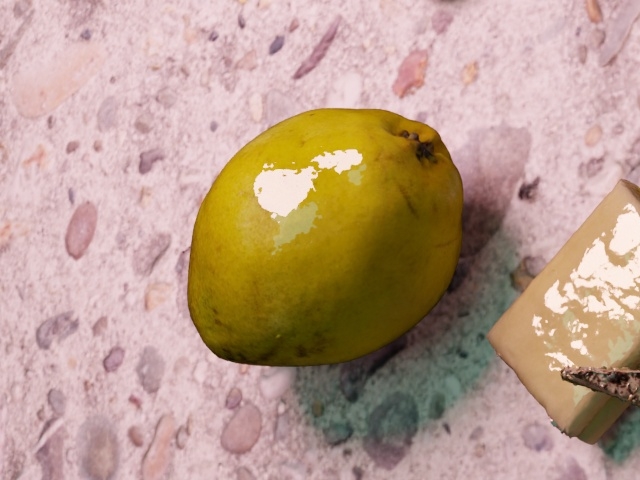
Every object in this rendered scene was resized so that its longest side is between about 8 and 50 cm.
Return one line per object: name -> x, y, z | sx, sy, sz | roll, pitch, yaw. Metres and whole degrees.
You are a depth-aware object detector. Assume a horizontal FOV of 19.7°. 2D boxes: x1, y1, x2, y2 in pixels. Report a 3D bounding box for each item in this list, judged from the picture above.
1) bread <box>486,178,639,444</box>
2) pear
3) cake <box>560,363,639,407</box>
bread -> 0.224, 0.055, 1.453 | 0.178, 0.060, 0.139 | -52, 53, 13
pear -> 0.000, 0.000, 1.549 | 0.269, 0.212, 0.212 | -41, 56, 27
cake -> 0.251, 0.107, 1.382 | 0.140, 0.051, 0.055 | 21, 87, 3
